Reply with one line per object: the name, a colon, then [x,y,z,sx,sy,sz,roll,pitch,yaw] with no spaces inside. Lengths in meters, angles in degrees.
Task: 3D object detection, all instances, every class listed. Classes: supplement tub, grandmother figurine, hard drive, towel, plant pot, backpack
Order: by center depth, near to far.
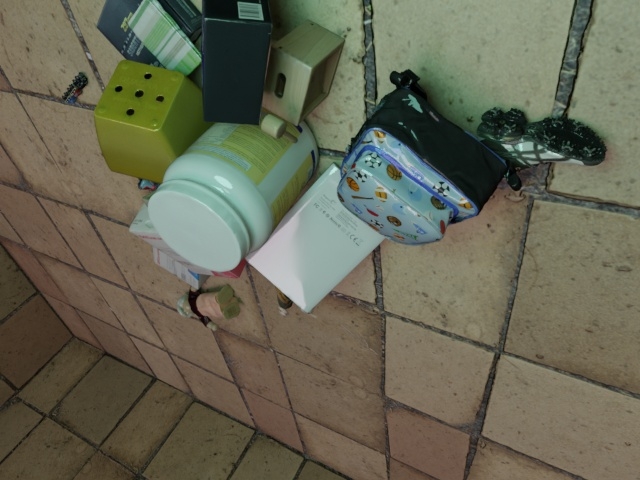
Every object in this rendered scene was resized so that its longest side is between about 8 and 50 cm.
backpack: [0.156,-0.112,0.837,0.276,0.213,0.263,42,172,-3]
towel: [-0.315,-0.410,0.962,0.113,0.023,0.152,-15,125,48]
supplement tub: [-0.172,-0.121,0.980,0.241,0.331,0.241,18,139,16]
plant pot: [-0.360,-0.260,1.015,0.212,0.212,0.187,15,162,5]
hard drive: [0.000,0.000,1.086,0.203,0.040,0.307,42,107,-8]
grandmother figurine: [-0.442,0.250,1.796,0.342,0.104,0.208,-6,98,45]

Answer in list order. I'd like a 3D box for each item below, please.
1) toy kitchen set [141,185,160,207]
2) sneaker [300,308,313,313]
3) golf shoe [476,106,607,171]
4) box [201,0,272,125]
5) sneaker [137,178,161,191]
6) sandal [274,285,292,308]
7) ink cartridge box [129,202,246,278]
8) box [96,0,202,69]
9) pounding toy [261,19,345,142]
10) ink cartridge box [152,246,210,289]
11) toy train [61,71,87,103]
toy kitchen set: [-0.405,-0.198,1.207,0.122,0.166,0.207,9,131,44]
sneaker: [-0.044,0.189,1.459,0.044,0.040,0.109,3,132,34]
golf shoe: [0.356,-0.153,0.770,0.198,0.077,0.094,25,153,25]
box: [-0.149,-0.351,0.789,0.103,0.261,0.184,-1,144,-12]
sneaker: [-0.463,-0.167,1.340,0.262,0.125,0.104,44,143,-10]
sandal: [-0.113,0.151,1.432,0.219,0.060,0.090,121,134,-58]
ink cartridge box: [-0.376,-0.003,1.379,0.207,0.117,0.283,4,153,36]
box: [-0.367,-0.464,1.007,0.183,0.059,0.232,49,140,-15]
pounding toy: [-0.063,-0.268,0.855,0.094,0.206,0.181,31,143,7]
ink cartridge box: [-0.480,0.065,1.634,0.190,0.082,0.139,31,142,9]
toy train: [-0.697,-0.428,1.331,0.158,0.027,0.036,-16,130,46]
